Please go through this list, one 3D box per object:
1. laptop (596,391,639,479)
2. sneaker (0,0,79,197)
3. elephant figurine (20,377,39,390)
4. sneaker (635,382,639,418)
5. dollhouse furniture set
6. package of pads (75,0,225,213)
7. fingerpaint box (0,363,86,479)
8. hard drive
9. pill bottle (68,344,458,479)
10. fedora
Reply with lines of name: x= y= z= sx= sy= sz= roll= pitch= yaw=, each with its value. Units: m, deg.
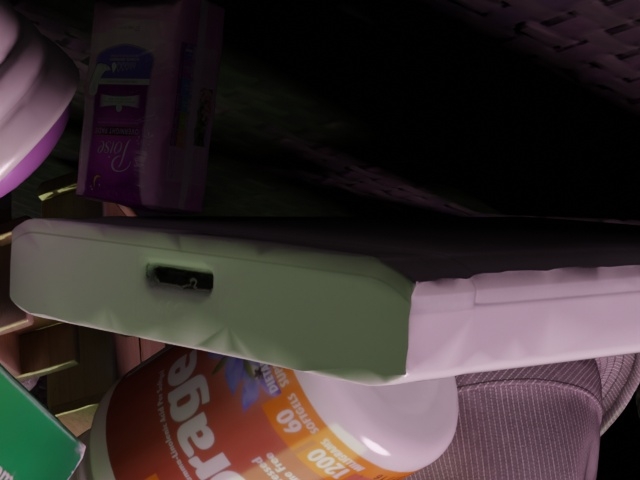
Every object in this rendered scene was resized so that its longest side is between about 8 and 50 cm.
laptop: x=0.201 y=0.214 z=1.366 sx=0.382 sy=0.236 sz=0.408 roll=20 pitch=-177 yaw=-38
sneaker: x=-0.223 y=-0.097 z=0.512 sx=0.305 sy=0.114 sz=0.152 roll=8 pitch=145 yaw=41
elephant figurine: x=-0.347 y=0.030 z=1.220 sx=0.239 sy=0.186 sz=0.169 roll=26 pitch=-149 yaw=-6
sneaker: x=0.263 y=0.076 z=0.762 sx=0.110 sy=0.107 sz=0.275 roll=-18 pitch=164 yaw=-6
dollhouse furniture set: x=0.000 y=0.000 z=0.818 sx=0.356 sy=0.173 sz=0.303 roll=-18 pitch=147 yaw=12
package of pads: x=-0.067 y=-0.053 z=0.504 sx=0.050 sy=0.083 sz=0.032 roll=7 pitch=-179 yaw=39
fingerpaint box: x=-0.364 y=-0.015 z=0.490 sx=0.371 sy=0.163 sz=0.445 roll=8 pitch=146 yaw=39
hard drive: x=0.061 y=0.015 z=0.532 sx=0.203 sy=0.040 sz=0.308 roll=6 pitch=-175 yaw=45
pill bottle: x=-0.043 y=0.102 z=0.691 sx=0.216 sy=0.121 sz=0.121 roll=-34 pitch=140 yaw=31
fedora: x=0.087 y=0.148 z=0.794 sx=0.244 sy=0.124 sz=0.275 roll=5 pitch=144 yaw=-23
